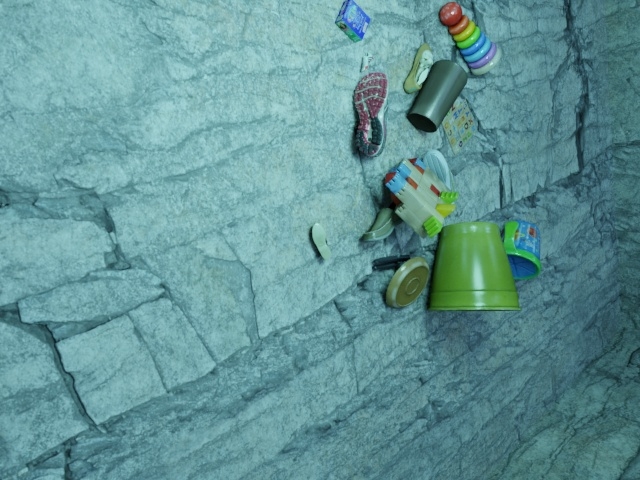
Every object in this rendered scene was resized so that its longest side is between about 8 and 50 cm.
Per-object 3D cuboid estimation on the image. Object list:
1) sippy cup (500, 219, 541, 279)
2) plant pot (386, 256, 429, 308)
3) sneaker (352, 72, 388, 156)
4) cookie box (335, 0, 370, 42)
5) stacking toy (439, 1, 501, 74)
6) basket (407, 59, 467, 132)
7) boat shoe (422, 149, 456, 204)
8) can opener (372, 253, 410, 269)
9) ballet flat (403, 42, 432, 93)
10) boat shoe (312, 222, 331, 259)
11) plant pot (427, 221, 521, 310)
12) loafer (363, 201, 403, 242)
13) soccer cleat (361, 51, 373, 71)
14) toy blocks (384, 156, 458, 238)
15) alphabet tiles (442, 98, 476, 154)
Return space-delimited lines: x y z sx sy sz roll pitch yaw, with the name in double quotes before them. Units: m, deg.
"sippy cup" 0.949 0.035 2.322 0.239 0.306 0.224 22 63 6
"plant pot" 0.353 0.174 1.905 0.236 0.032 0.237 -24 131 -30
"sneaker" 0.184 -0.447 1.724 0.112 0.120 0.300 7 89 -68
"cookie box" 0.113 -0.755 1.665 0.107 0.040 0.092 30 76 -37
"stacking toy" 0.610 -0.853 2.014 0.330 0.141 0.141 38 71 -28
"basket" 0.448 -0.550 1.882 0.154 0.204 0.227 29 81 5
"boat shoe" 0.496 -0.250 2.003 0.094 0.109 0.303 -55 135 -39
"can opener" 0.279 0.083 1.878 0.185 0.073 0.059 2 102 -30
"ballet flat" 0.400 -0.672 1.885 0.080 0.073 0.233 32 74 -35
"boat shoe" -0.002 0.001 1.653 0.048 0.042 0.133 -25 111 -13
"plant pot" 0.626 0.113 2.003 0.366 0.366 0.354 8 78 -39
"loafer" 0.232 -0.073 1.810 0.251 0.094 0.088 -39 108 -40
"soccer cleat" 0.160 -0.637 1.726 0.035 0.029 0.083 39 67 -25
"toy blocks" 0.349 -0.188 1.803 0.261 0.190 0.381 43 35 -6
"alphabet tiles" 0.592 -0.524 2.098 0.198 0.009 0.237 -47 121 -25
